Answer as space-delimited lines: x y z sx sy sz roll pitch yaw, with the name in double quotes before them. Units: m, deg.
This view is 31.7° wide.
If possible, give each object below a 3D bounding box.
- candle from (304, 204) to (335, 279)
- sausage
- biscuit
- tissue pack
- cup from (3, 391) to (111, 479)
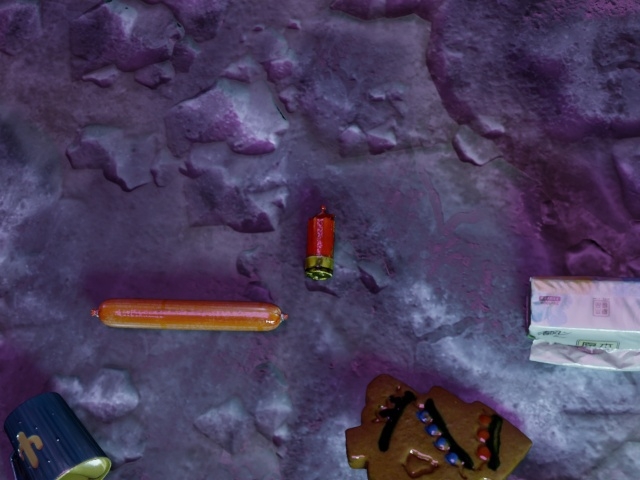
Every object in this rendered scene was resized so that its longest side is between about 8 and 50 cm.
"candle" 0.000 0.000 1.965 0.052 0.052 0.130 0 71 8
"sausage" -0.228 0.129 1.953 0.348 0.053 0.053 1 73 8
"biscuit" 0.189 0.319 1.795 0.302 0.043 0.278 -3 44 -9
"tissue pack" 0.447 0.136 1.808 0.230 0.159 0.145 2 80 8
"cup" -0.457 0.358 1.885 0.176 0.131 0.155 -46 66 19
